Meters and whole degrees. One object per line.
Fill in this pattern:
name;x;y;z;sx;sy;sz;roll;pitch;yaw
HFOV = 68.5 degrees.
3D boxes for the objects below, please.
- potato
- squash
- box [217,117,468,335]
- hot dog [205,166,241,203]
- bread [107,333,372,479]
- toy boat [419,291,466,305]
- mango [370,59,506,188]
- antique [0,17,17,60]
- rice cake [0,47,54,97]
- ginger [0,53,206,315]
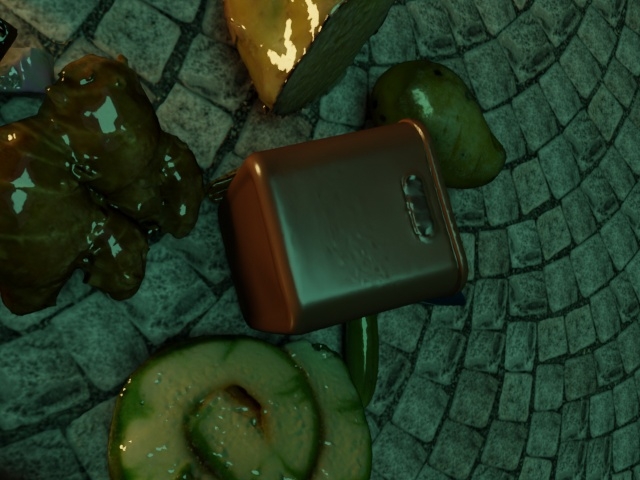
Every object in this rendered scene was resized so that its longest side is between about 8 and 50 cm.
potato;-0.047;-0.382;0.744;0.237;0.301;0.289;44;38;2
squash;0.077;0.216;0.882;0.066;0.066;0.252;0;91;-25
box;0.000;0.000;0.689;0.229;0.339;0.240;-14;86;-21
hot dog;-0.141;-0.097;0.797;0.122;0.037;0.049;-21;111;-18
bread;-0.103;0.284;0.692;0.366;0.129;0.382;41;47;2
toy boat;0.183;0.067;0.933;0.299;0.061;0.096;30;77;-22
mango;0.229;-0.208;0.909;0.176;0.176;0.329;-35;129;20
antique;-0.488;-0.151;0.553;0.093;0.087;0.310;33;94;-33
rice cake;-0.554;-0.212;0.582;0.398;0.064;0.070;-8;103;-25
ginger;-0.326;-0.059;0.652;0.357;0.152;0.274;-52;129;-16
